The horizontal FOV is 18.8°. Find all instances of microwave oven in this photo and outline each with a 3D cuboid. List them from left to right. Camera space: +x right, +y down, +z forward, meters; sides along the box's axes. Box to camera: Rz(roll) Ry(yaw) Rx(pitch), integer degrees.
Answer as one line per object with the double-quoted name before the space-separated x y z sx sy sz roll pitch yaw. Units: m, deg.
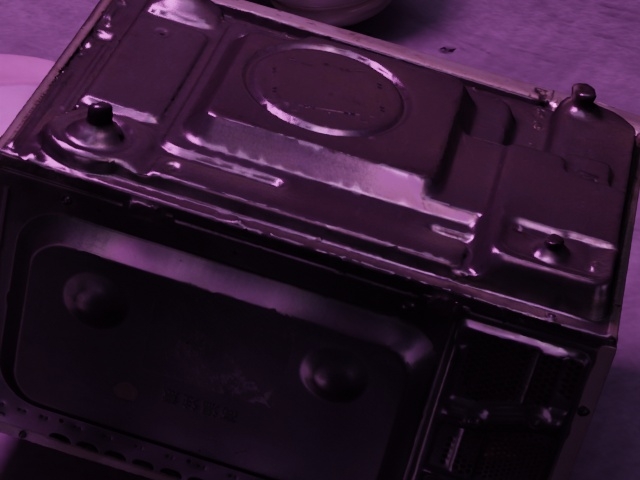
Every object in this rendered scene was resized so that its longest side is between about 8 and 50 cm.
"microwave oven" 0.000 0.000 1.299 0.394 0.247 0.333 16 32 4

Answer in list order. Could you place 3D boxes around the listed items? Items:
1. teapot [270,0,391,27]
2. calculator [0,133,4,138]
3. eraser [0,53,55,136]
"teapot" 0.024 -0.316 1.947 0.220 0.149 0.318 13 33 26
"calculator" -0.205 -0.024 1.513 0.157 0.033 0.236 27 38 0
"eraser" -0.331 -0.095 1.631 0.243 0.059 0.204 3 34 -13
